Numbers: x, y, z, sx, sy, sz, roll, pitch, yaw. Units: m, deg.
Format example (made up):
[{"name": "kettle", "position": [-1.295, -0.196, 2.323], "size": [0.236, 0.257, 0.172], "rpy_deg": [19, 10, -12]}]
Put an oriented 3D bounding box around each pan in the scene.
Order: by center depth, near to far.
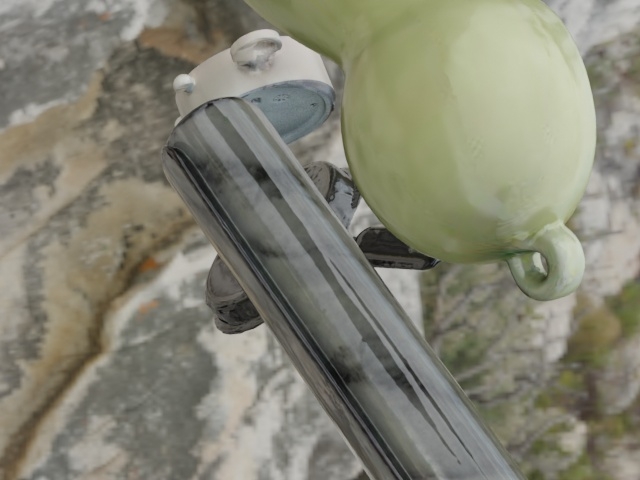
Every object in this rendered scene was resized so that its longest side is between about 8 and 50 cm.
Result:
[{"name": "pan", "position": [0.000, 0.000, 0.900], "size": [0.028, 0.235, 0.136], "rpy_deg": [42, 68, -25]}]

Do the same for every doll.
[{"name": "doll", "position": [0.029, -0.107, 0.578], "size": [0.117, 0.141, 0.296], "rpy_deg": [-16, 72, -44]}]

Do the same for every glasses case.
[{"name": "glasses case", "position": [0.030, 0.069, 0.694], "size": [0.060, 0.114, 0.299], "rpy_deg": [-35, 73, -1]}]

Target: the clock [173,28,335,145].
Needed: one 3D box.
[{"name": "clock", "position": [-0.065, -0.135, 1.440], "size": [0.156, 0.229, 0.063], "rpy_deg": [-17, 70, -13]}]
